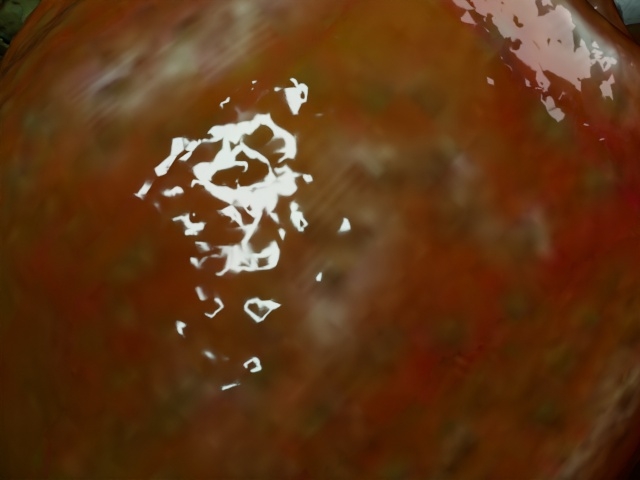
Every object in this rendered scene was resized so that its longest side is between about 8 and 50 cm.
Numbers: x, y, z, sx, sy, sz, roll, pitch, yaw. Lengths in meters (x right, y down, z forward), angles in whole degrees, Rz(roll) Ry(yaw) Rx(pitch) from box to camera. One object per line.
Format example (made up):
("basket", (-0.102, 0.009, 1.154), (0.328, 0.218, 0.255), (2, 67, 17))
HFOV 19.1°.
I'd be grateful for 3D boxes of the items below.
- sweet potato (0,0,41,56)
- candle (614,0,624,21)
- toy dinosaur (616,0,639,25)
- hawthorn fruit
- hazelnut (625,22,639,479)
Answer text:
("sweet potato", (-0.069, -0.094, 0.684), (0.310, 0.124, 0.098), (23, 68, -52))
("candle", (0.019, -0.036, 0.712), (0.068, 0.192, 0.168), (48, -31, 17))
("toy dinosaur", (0.089, -0.077, 0.935), (0.194, 0.177, 0.152), (-6, -19, 42))
("hawthorn fruit", (0.000, 0.000, 0.423), (0.189, 0.189, 0.189), (42, 12, -11))
("hazelnut", (0.137, 0.050, 0.624), (0.217, 0.217, 0.251), (33, 32, -44))
